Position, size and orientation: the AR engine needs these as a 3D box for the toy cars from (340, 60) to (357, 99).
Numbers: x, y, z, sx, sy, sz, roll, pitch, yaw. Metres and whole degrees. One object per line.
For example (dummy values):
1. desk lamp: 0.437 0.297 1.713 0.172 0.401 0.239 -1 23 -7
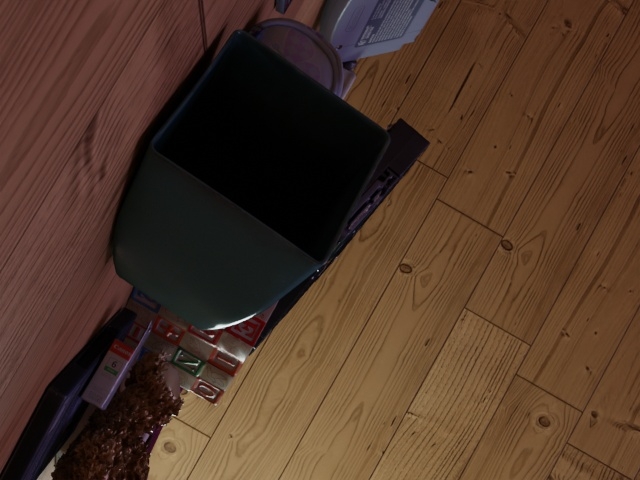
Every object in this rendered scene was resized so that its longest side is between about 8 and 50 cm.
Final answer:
1. toy cars: -0.019 -0.222 1.907 0.176 0.087 0.393 -29 -134 55

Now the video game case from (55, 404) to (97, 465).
1. video game case: -0.340 0.246 1.650 0.227 0.026 0.206 -61 -178 -25

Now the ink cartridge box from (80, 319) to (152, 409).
1. ink cartridge box: -0.234 0.139 1.232 0.115 0.029 0.063 -62 -178 -13

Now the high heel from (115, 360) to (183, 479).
1. high heel: -0.276 0.223 1.573 0.181 0.127 0.377 -20 -134 60

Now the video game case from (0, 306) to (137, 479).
1. video game case: -0.301 0.202 1.243 0.196 0.026 0.274 -60 -177 15

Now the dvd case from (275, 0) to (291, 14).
1. dvd case: -0.013 -0.302 1.125 0.119 0.013 0.087 -61 -178 -4

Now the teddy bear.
1. teddy bear: -0.284 0.279 1.328 0.338 0.113 0.245 -58 -166 -1

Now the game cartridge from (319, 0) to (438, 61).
1. game cartridge: 0.106 -0.400 1.767 0.297 0.198 0.062 124 -49 -63

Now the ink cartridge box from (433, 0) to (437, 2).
1. ink cartridge box: 0.125 -0.410 1.255 0.208 0.153 0.087 -59 -177 15

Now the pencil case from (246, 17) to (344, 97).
1. pencil case: -0.058 -0.127 1.146 0.124 0.113 0.273 -51 179 -19

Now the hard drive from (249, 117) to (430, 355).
1. hard drive: 0.000 0.000 1.463 0.237 0.064 0.339 -48 178 -38

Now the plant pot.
1. plant pot: -0.083 -0.028 0.961 0.234 0.166 0.165 -47 -169 51

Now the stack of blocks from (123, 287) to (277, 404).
1. stack of blocks: -0.150 0.076 1.379 0.087 0.171 0.297 -62 -178 -41
